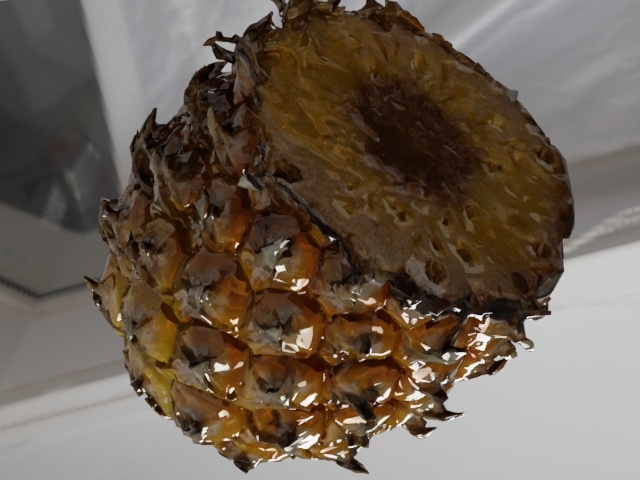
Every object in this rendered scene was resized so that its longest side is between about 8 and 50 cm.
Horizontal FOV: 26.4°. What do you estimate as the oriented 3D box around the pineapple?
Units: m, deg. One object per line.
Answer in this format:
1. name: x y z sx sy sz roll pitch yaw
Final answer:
1. pineapple: -0.003 0.000 1.049 0.352 0.300 0.352 23 -133 -28
